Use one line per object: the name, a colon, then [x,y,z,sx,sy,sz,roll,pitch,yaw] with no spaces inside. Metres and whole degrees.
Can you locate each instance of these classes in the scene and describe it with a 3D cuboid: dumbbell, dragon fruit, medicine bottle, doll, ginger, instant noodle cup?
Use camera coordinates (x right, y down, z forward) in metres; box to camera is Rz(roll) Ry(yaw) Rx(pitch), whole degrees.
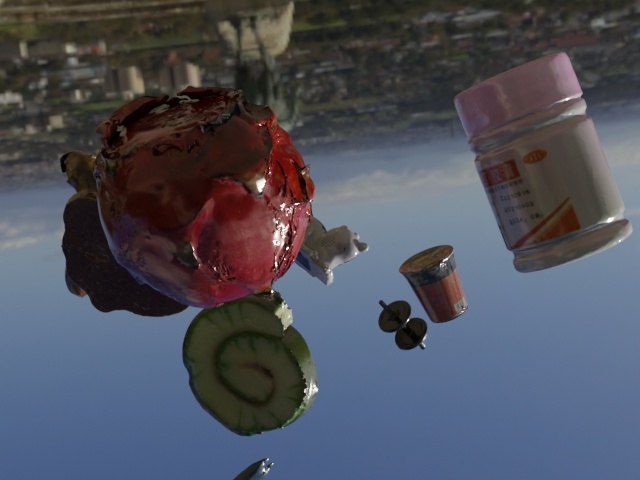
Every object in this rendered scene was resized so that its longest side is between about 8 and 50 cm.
dumbbell: [0.148,0.152,1.621,0.069,0.147,0.069,-28,-144,23]
dragon fruit: [-0.154,-0.061,1.207,0.296,0.301,0.295,-14,-135,15]
medicine bottle: [0.360,-0.124,1.478,0.202,0.315,0.202,-21,180,0]
doll: [-0.121,0.350,1.282,0.125,0.037,0.027,-37,-136,-3]
ginger: [-0.488,-0.042,1.908,0.133,0.309,0.107,-7,168,15]
instant noodle cup: [0.249,0.096,1.915,0.127,0.135,0.127,-23,-166,6]

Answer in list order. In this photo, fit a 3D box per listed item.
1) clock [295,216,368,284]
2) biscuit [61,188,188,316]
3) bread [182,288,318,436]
clock: [0.000,0.000,1.768,0.117,0.080,0.176,-36,-131,-22]
biscuit: [-0.337,0.023,1.646,0.258,0.272,0.049,-2,-149,2]
bread: [-0.171,0.306,2.332,0.366,0.381,0.129,27,-161,14]
